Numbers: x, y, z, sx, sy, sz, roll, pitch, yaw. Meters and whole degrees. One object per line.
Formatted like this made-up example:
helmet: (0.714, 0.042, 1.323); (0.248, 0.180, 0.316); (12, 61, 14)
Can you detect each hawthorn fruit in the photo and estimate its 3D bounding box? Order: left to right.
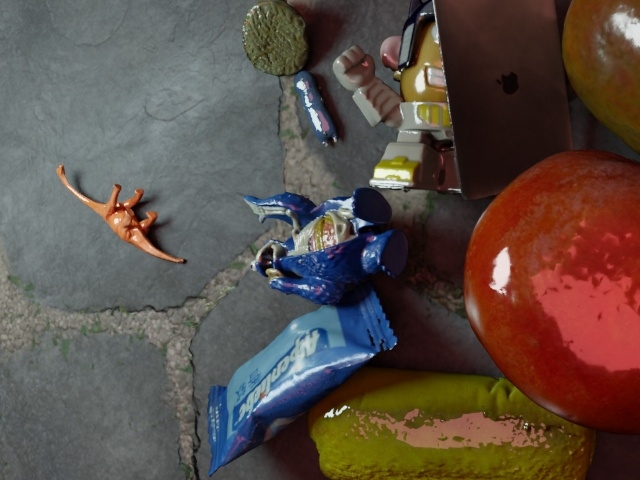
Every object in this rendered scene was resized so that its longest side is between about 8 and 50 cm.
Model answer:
hawthorn fruit: (0.407, -0.237, 0.774); (0.301, 0.268, 0.268); (44, 101, 28)

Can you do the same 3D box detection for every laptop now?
laptop: (0.234, -0.196, 0.860); (0.187, 0.015, 0.269); (-14, 99, -23)

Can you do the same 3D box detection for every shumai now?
shumai: (-0.069, -0.320, 1.046); (0.099, 0.087, 0.124); (-7, 129, 1)

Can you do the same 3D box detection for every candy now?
candy: (-0.040, 0.183, 0.967); (0.331, 0.187, 0.077); (-41, 115, 14)

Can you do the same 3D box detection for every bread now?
bread: (0.162, 0.258, 0.909); (0.383, 0.112, 0.166); (0, 87, 19)

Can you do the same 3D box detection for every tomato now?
tomato: (0.326, 0.056, 0.770); (0.325, 0.293, 0.290); (40, 101, 12)

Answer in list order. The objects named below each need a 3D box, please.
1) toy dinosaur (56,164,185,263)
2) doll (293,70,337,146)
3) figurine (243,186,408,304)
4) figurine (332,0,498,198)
toy dinosaur: (-0.335, -0.050, 1.130); (0.279, 0.055, 0.101); (45, 124, 14)
doll: (-0.007, -0.202, 1.041); (0.037, 0.027, 0.125); (-25, 82, 17)
figurine: (0.006, 0.006, 0.974); (0.262, 0.120, 0.164); (0, 100, 39)
figurine: (0.165, -0.198, 0.916); (0.308, 0.143, 0.308); (0, 90, -25)
